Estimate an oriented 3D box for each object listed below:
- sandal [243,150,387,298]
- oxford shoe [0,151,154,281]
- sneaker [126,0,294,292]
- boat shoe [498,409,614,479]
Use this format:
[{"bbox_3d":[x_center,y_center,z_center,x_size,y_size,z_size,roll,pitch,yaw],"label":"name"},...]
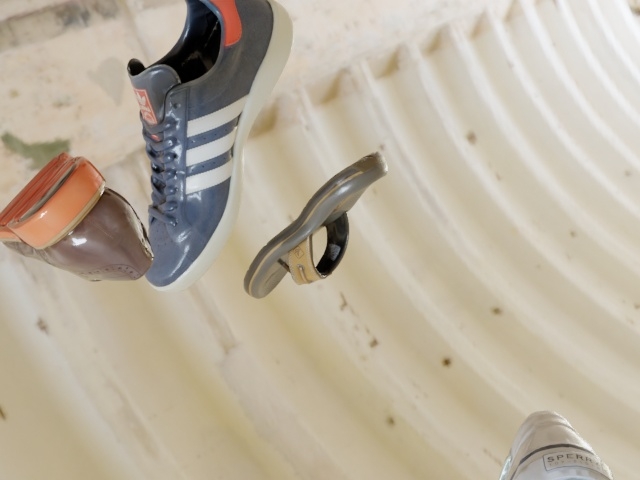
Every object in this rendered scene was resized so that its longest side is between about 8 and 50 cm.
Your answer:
[{"bbox_3d":[0.000,0.000,0.901,0.219,0.060,0.090,-44,176,39],"label":"sandal"},{"bbox_3d":[-0.205,-0.008,0.814,0.097,0.098,0.271,-49,-160,-9],"label":"oxford shoe"},{"bbox_3d":[-0.157,-0.118,1.079,0.148,0.349,0.131,15,-178,-42],"label":"sneaker"},{"bbox_3d":[0.126,0.202,0.556,0.083,0.226,0.075,8,-156,0],"label":"boat shoe"}]
